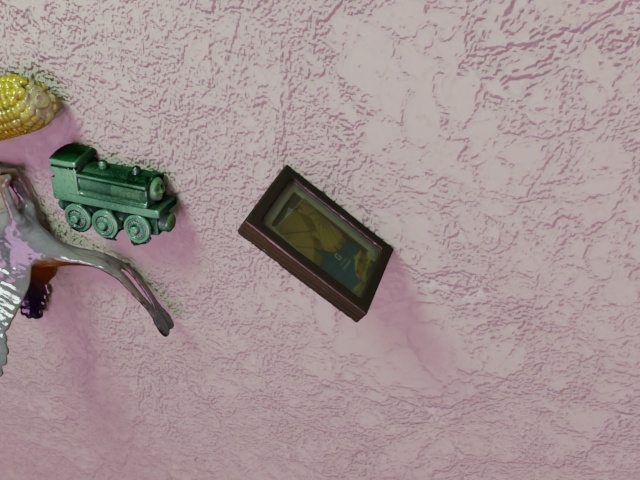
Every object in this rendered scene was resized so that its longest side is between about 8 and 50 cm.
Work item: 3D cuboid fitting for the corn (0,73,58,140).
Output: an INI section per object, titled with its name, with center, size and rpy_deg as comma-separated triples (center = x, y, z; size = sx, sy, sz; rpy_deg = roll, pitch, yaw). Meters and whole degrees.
[corn]
center = -0.449, -0.163, 0.914
size = 0.248, 0.081, 0.081
rpy_deg = -5, 122, 26

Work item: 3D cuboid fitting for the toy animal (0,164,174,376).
[toy animal]
center = -0.394, 0.030, 1.009
size = 0.284, 0.225, 0.302
rpy_deg = -13, 109, 8

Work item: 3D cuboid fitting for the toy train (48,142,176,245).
[toy train]
center = -0.271, -0.059, 0.927
size = 0.170, 0.071, 0.111
rpy_deg = 11, 121, 14

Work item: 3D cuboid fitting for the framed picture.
[framed picture]
center = 0.000, 0.000, 0.816
size = 0.168, 0.128, 0.023
rpy_deg = 38, 130, -7
